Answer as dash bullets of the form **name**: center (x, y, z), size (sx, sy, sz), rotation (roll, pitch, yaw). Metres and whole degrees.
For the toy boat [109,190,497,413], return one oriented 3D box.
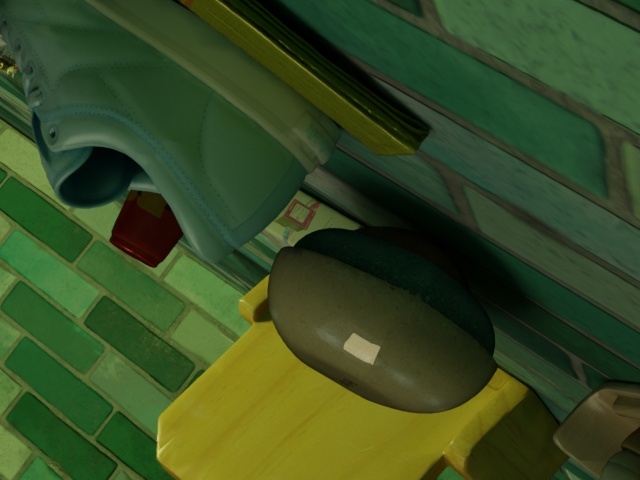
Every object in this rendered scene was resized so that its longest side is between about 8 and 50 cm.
- **toy boat**: center (0.001, 0.013, 0.961), size (0.318, 0.148, 0.267), rotation (31, 171, -5)

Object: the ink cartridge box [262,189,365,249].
- **ink cartridge box**: center (0.000, 0.000, 1.152), size (0.122, 0.052, 0.088), rotation (33, 172, 38)

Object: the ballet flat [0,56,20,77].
- **ballet flat**: center (-0.360, -0.238, 1.159), size (0.241, 0.077, 0.091), rotation (31, 151, -16)

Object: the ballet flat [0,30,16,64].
- **ballet flat**: center (-0.288, -0.224, 1.070), size (0.221, 0.077, 0.079), rotation (41, 152, -28)

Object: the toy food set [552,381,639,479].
- **toy food set**: center (0.300, 0.204, 0.866), size (0.220, 0.092, 0.306), rotation (38, 173, -4)

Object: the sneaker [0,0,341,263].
- **sneaker**: center (-0.167, -0.110, 0.862), size (0.366, 0.150, 0.135), rotation (32, 171, 31)

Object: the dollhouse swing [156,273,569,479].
- **dollhouse swing**: center (0.044, 0.233, 1.426), size (0.347, 0.305, 0.315), rotation (31, 170, 34)

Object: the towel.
- **towel**: center (-0.043, -0.127, 0.709), size (0.237, 0.021, 0.102), rotation (37, 178, -10)
